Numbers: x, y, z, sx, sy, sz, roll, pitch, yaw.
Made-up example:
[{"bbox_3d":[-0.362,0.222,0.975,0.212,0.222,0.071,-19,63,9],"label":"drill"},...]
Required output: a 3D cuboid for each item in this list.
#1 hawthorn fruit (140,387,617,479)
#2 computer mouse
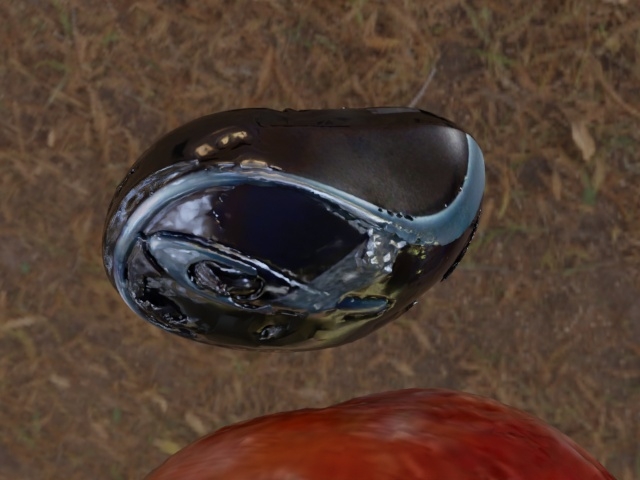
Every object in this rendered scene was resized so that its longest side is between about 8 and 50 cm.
[{"bbox_3d":[0.046,0.158,0.374,0.271,0.242,0.242,-27,121,27],"label":"hawthorn fruit"},{"bbox_3d":[0.000,0.000,0.585,0.233,0.096,0.137,-6,141,-38],"label":"computer mouse"}]
